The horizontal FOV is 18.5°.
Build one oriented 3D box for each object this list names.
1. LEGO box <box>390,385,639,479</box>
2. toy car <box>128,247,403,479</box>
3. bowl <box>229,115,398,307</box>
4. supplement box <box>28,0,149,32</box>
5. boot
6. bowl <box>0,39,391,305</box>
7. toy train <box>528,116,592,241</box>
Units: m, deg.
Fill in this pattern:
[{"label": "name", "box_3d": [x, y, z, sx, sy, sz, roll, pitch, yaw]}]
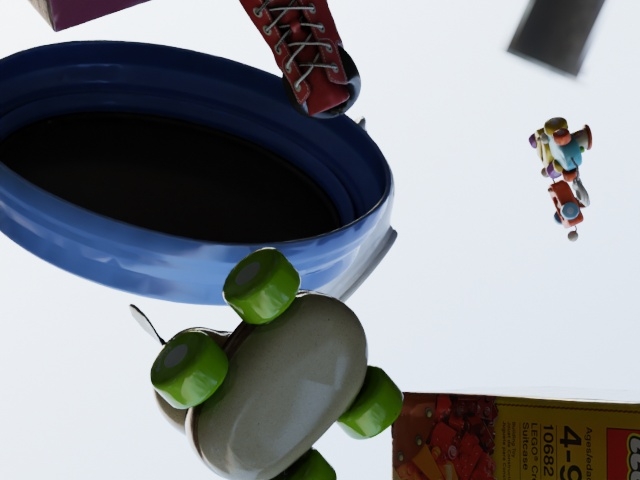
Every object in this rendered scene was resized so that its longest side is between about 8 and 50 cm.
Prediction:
[{"label": "LEGO box", "box_3d": [0.241, 0.361, 1.450, 0.372, 0.193, 0.500, -3, -92, 52]}, {"label": "toy car", "box_3d": [-0.063, 0.091, 1.413, 0.149, 0.155, 0.188, -49, -151, -15]}, {"label": "bowl", "box_3d": [0.000, 0.000, 2.396, 0.298, 0.134, 0.298, -49, -174, 6]}, {"label": "supplement box", "box_3d": [-0.203, -0.250, 1.539, 0.188, 0.104, 0.081, 47, -29, 46]}, {"label": "boot", "box_3d": [-0.032, -0.201, 1.584, 0.088, 0.244, 0.176, -24, -120, 8]}, {"label": "bowl", "box_3d": [-0.133, -0.065, 1.781, 0.391, 0.391, 0.077, -123, -140, -52]}, {"label": "toy train", "box_3d": [0.271, -0.072, 2.099, 0.166, 0.046, 0.125, 104, -37, -79]}]
